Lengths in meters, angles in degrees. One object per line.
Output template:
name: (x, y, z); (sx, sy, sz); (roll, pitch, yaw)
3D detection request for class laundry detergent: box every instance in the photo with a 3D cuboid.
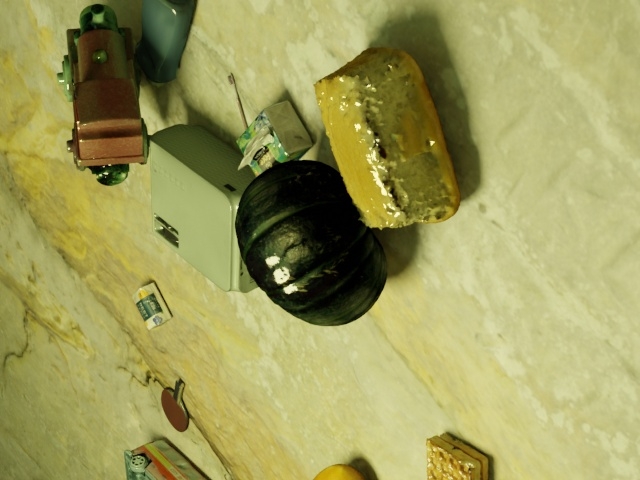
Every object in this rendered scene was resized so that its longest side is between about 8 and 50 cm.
laundry detergent: (-0.260, -0.334, 1.906); (0.096, 0.061, 0.206); (44, 142, 21)

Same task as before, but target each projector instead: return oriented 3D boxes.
projector: (-0.179, -0.055, 1.928); (0.250, 0.108, 0.198); (35, 135, 36)

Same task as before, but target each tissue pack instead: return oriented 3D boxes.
tissue pack: (-0.340, 0.133, 2.320); (0.083, 0.042, 0.062); (63, 149, 4)
tissue pack: (-0.080, -0.145, 1.756); (0.085, 0.079, 0.111); (61, 146, 7)

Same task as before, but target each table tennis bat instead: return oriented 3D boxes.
table tennis bat: (-0.304, 0.344, 2.428); (0.095, 0.014, 0.158); (49, 145, 26)

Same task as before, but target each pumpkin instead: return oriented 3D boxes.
pumpkin: (0.000, 0.000, 1.638); (0.250, 0.216, 0.250); (-24, -90, -84)

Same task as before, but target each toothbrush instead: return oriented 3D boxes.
toothbrush: (-0.131, -0.218, 1.846); (0.006, 0.008, 0.097); (13, 123, 66)

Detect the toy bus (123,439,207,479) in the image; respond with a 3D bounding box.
toy bus: (-0.308, 0.536, 2.456); (0.265, 0.120, 0.121); (32, 134, 40)

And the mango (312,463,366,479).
mango: (0.038, 0.466, 1.955); (0.141, 0.102, 0.217); (26, 132, 36)

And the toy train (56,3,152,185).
toy train: (-0.364, -0.254, 1.940); (0.221, 0.150, 0.304); (109, 152, -64)

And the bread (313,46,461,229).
bread: (0.086, -0.126, 1.503); (0.245, 0.121, 0.174); (67, 162, -12)

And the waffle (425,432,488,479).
waffle: (0.204, 0.366, 1.717); (0.102, 0.042, 0.148); (25, 129, 46)
